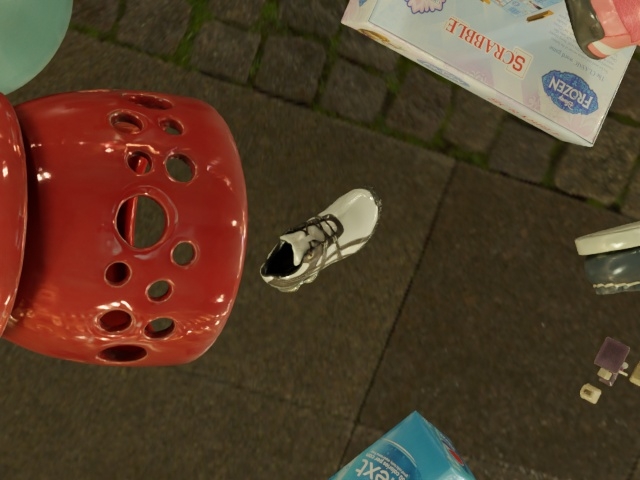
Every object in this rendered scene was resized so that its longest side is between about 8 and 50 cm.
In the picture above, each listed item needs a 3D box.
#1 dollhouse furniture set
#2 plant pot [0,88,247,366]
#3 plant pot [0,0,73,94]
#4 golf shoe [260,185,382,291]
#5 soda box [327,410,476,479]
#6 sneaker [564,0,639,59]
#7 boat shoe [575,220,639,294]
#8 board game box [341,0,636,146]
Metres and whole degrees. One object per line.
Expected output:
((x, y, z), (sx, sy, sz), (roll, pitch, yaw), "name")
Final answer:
((0.429, 0.200, 1.571), (0.114, 0.081, 0.091), (27, 91, 31), "dollhouse furniture set")
((-0.167, -0.011, 0.773), (0.174, 0.191, 0.191), (4, 110, -31), "plant pot")
((-0.480, -0.341, 1.444), (0.293, 0.235, 0.293), (0, 83, 0), "plant pot")
((0.000, 0.000, 1.583), (0.198, 0.094, 0.077), (-44, 72, 12), "golf shoe")
((0.029, 0.241, 0.971), (0.210, 0.067, 0.071), (-40, 137, 6), "soda box")
((0.316, -0.234, 1.030), (0.136, 0.314, 0.115), (-18, 83, 37), "sneaker")
((0.251, 0.020, 0.589), (0.255, 0.095, 0.079), (-2, 93, -19), "boat shoe")
((0.223, -0.308, 1.237), (0.319, 0.066, 0.318), (24, 90, -26), "board game box")
